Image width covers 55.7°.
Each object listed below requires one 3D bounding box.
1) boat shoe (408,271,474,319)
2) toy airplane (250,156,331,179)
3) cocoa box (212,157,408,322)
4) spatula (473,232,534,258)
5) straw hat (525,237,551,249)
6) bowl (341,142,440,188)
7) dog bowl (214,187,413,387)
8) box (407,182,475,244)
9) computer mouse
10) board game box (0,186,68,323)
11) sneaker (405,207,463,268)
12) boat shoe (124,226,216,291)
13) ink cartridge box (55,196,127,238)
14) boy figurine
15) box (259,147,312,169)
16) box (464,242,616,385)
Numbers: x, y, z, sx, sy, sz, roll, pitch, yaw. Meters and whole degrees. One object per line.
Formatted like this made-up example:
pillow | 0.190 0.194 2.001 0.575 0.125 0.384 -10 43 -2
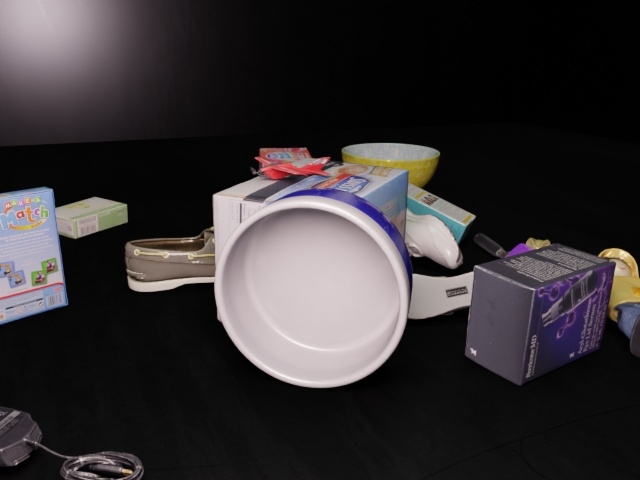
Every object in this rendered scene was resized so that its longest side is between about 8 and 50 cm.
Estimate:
boat shoe | 0.208 0.100 1.065 0.219 0.078 0.070 -5 -16 -6
toy airplane | -0.048 -0.121 1.029 0.151 0.028 0.151 0 20 0
cocoa box | 0.000 0.000 1.081 0.227 0.232 0.347 8 20 23
spatula | 0.393 0.027 1.318 0.030 0.084 0.296 41 5 -12
straw hat | 0.466 0.026 1.301 0.144 0.061 0.144 2 18 -1
bowl | 0.202 -0.189 1.785 0.289 0.156 0.289 1 18 0
dog bowl | -0.005 0.063 0.841 0.264 0.265 0.104 5 17 13
box | 0.249 -0.078 1.483 0.244 0.060 0.100 29 27 18
computer mouse | -0.310 0.239 0.672 0.242 0.041 0.071 12 19 13
board game box | -0.516 0.028 1.004 0.039 0.212 0.160 18 24 41
sneaker | 0.189 -0.006 1.349 0.129 0.111 0.297 -40 45 -17
boat shoe | -0.226 0.026 1.186 0.304 0.091 0.109 -9 23 -15
ink cartridge box | -0.638 -0.068 1.544 0.235 0.056 0.171 13 22 27
boy figurine | 0.547 0.100 1.039 0.177 0.092 0.285 1 21 9
box | -0.100 -0.175 1.748 0.154 0.142 0.300 -2 18 -6
box | 0.331 0.104 0.914 0.207 0.153 0.108 -13 23 -33
